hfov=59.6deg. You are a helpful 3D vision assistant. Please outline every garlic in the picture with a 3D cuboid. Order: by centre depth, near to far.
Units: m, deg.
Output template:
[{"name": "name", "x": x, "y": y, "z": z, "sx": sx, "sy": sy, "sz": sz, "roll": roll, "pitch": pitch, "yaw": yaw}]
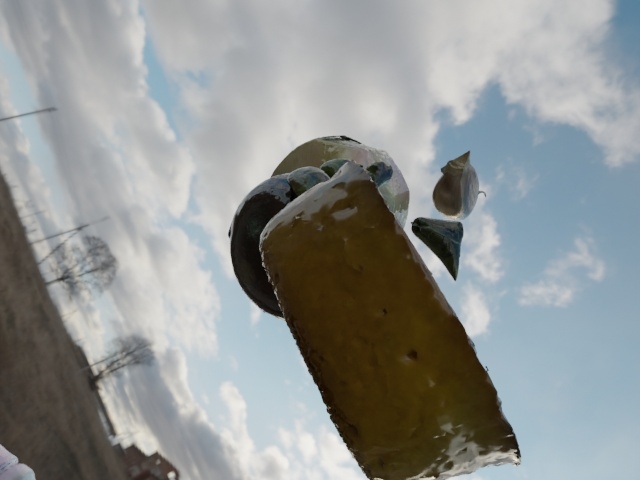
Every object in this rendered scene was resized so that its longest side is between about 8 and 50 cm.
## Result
[{"name": "garlic", "x": 0.391, "y": -0.118, "z": 1.561, "sx": 0.266, "sy": 0.149, "sz": 0.128, "roll": 34, "pitch": 33, "yaw": -63}]

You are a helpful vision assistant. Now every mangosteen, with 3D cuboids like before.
[{"name": "mangosteen", "x": -0.017, "y": 0.002, "z": 1.016, "sx": 0.311, "sy": 0.311, "sz": 0.311, "roll": 43, "pitch": -36, "yaw": 41}]

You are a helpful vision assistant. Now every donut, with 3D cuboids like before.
[{"name": "donut", "x": 0.040, "y": 0.079, "z": 0.468, "sx": 0.277, "sy": 0.109, "sz": 0.277, "roll": 63, "pitch": -3, "yaw": 7}]

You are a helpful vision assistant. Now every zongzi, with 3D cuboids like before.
[{"name": "zongzi", "x": 0.212, "y": 0.016, "z": 1.031, "sx": 0.052, "sy": 0.104, "sz": 0.113, "roll": -178, "pitch": -87, "yaw": -71}]

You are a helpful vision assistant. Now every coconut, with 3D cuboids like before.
[{"name": "coconut", "x": 0.043, "y": -0.096, "z": 1.388, "sx": 0.352, "sy": 0.353, "sz": 0.352, "roll": 43, "pitch": -36, "yaw": 41}]

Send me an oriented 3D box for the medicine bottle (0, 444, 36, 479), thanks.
[{"name": "medicine bottle", "x": -0.280, "y": 0.326, "z": 0.485, "sx": 0.316, "sy": 0.202, "sz": 0.202, "roll": 39, "pitch": -28, "yaw": -1}]
